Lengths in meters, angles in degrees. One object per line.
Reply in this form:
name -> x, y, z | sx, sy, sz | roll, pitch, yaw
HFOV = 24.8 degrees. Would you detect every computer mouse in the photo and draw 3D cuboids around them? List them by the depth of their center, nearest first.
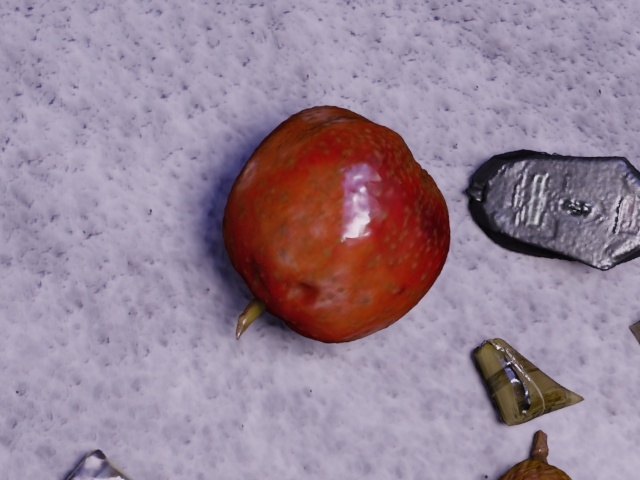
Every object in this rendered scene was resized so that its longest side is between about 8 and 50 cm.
computer mouse -> 0.211, -0.028, 1.252 | 0.172, 0.057, 0.099 | 11, 88, 10

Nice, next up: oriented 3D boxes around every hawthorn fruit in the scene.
hawthorn fruit -> 0.000, 0.000, 1.139 | 0.179, 0.179, 0.200 | 45, 90, 0

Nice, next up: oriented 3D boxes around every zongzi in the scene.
zongzi -> 0.176, 0.110, 1.221 | 0.083, 0.040, 0.076 | -15, 73, -30

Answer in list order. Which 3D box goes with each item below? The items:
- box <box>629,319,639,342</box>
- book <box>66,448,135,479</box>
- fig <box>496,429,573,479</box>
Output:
box -> 0.325, 0.088, 1.264 | 0.079, 0.035, 0.083 | -32, 85, -20
book -> -0.132, 0.289, 1.098 | 0.231, 0.026, 0.157 | 40, 72, -1
fig -> 0.171, 0.215, 1.148 | 0.119, 0.119, 0.152 | 9, 72, -12
